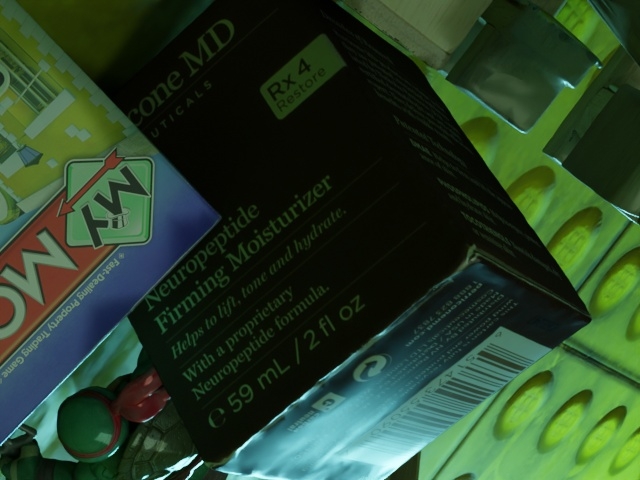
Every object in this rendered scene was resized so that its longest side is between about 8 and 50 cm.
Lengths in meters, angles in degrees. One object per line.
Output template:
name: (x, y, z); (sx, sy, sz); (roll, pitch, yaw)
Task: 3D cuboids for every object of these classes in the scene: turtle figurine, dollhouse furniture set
turtle figurine: (-0.111, 0.098, 0.836); (0.175, 0.118, 0.234); (-49, 157, 8)
dollhouse furniture set: (0.198, -0.145, 0.750); (0.394, 0.362, 0.256); (32, 100, -29)

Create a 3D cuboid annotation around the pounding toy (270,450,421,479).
pounding toy: (0.015, 0.114, 1.017); (0.181, 0.094, 0.206); (58, 36, -66)

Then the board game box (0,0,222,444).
board game box: (-0.222, 0.029, 0.589); (0.317, 0.046, 0.213); (-46, 120, -6)

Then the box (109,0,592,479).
box: (0.000, 0.000, 0.744); (0.168, 0.203, 0.167); (-41, 151, 15)
